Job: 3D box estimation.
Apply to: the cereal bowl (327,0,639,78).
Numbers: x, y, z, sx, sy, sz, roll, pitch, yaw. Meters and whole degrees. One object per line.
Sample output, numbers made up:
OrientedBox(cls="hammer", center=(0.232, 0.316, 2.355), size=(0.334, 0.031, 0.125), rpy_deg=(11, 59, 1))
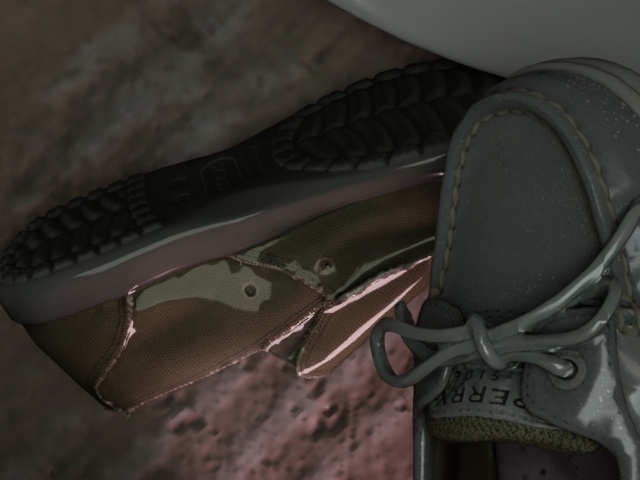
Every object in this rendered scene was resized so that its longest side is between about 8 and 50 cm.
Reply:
OrientedBox(cls="cereal bowl", center=(0.065, -0.202, 0.594), size=(0.339, 0.339, 0.141), rpy_deg=(35, 68, -7))

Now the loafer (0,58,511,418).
OrientedBox(cls="loafer", center=(0.000, 0.000, 0.726), size=(0.251, 0.094, 0.087), rpy_deg=(-18, 116, 6))

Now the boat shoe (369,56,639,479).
OrientedBox(cls="boat shoe", center=(0.074, 0.098, 0.612), size=(0.103, 0.118, 0.320), rpy_deg=(-1, 95, -43))
